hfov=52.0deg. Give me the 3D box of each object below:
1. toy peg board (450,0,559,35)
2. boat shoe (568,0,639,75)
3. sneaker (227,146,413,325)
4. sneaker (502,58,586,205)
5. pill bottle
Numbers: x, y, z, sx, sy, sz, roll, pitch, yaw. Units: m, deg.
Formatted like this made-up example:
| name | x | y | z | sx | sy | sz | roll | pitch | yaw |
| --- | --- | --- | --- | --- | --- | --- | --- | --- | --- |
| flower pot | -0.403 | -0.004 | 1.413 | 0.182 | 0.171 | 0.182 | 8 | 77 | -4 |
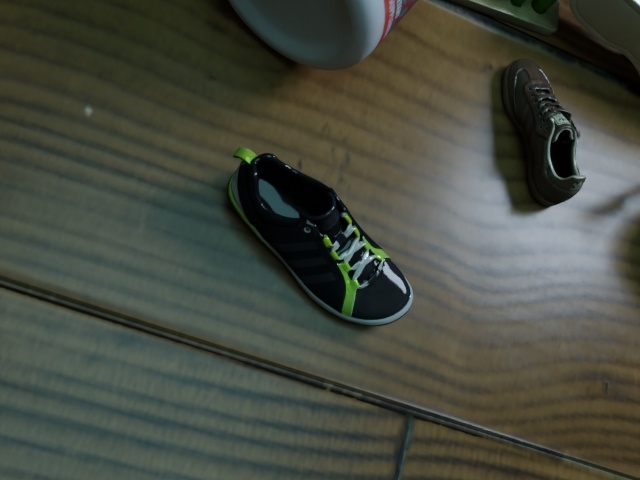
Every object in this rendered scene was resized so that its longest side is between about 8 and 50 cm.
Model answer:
| name | x | y | z | sx | sy | sz | roll | pitch | yaw |
| --- | --- | --- | --- | --- | --- | --- | --- | --- | --- |
| toy peg board | 0.249 | -0.368 | 0.827 | 0.161 | 0.079 | 0.160 | 15 | 72 | -13 |
| boat shoe | 0.440 | -0.248 | 0.816 | 0.305 | 0.109 | 0.091 | 35 | 75 | -19 |
| sneaker | 0.000 | 0.000 | 0.646 | 0.235 | 0.097 | 0.084 | 38 | 69 | -4 |
| sneaker | 0.273 | -0.138 | 0.778 | 0.066 | 0.071 | 0.188 | -8 | 79 | -18 |
| pill bottle | 0.066 | -0.373 | 0.702 | 0.210 | 0.210 | 0.363 | 40 | 69 | -4 |
